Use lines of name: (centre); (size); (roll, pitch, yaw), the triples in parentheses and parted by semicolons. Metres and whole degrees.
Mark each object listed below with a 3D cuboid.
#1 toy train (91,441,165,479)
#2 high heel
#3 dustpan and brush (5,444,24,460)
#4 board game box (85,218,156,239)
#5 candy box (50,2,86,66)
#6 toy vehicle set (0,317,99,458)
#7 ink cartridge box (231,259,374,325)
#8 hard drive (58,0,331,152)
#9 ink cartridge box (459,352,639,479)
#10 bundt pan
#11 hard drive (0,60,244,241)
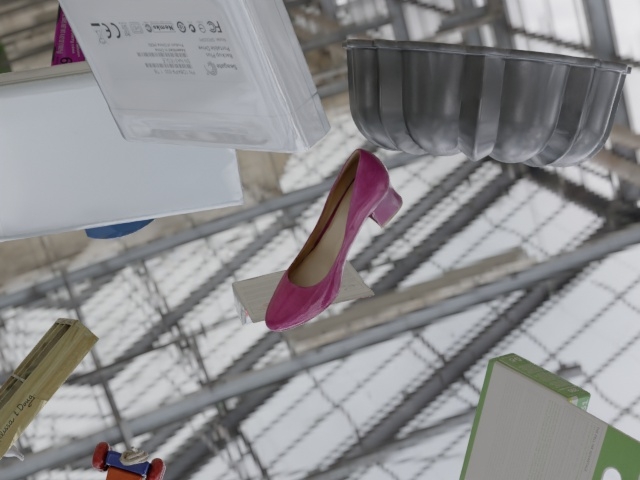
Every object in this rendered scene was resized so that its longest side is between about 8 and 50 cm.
toy train: (-0.297, 0.376, 1.954); (0.105, 0.143, 0.248); (16, 167, -2)
high heel: (0.000, 0.000, 1.642); (0.244, 0.117, 0.082); (-45, -132, -3)
dustpan and brush: (-0.547, 0.282, 2.036); (0.060, 0.211, 0.147); (-48, 178, -10)
board game box: (-0.335, -0.050, 2.234); (0.133, 0.033, 0.169); (-23, -137, -9)
candy box: (-0.281, -0.293, 2.013); (0.233, 0.071, 0.159); (2, -118, -3)
toy vehicle set: (-0.370, 0.205, 1.572); (0.267, 0.035, 0.166); (-52, -167, -15)
ink cartridge box: (-0.027, 0.094, 2.019); (0.189, 0.066, 0.232); (-13, -161, -8)
hard drive: (-0.142, -0.233, 1.021); (0.233, 0.353, 0.047); (8, -139, 44)
ink cartridge box: (0.278, 0.256, 1.555); (0.056, 0.171, 0.235); (-7, -155, -45)
bundt pan: (0.183, -0.154, 1.530); (0.330, 0.124, 0.331); (5, -173, -1)
hard drive: (-0.251, -0.107, 1.503); (0.307, 0.203, 0.040); (-9, -143, -2)
